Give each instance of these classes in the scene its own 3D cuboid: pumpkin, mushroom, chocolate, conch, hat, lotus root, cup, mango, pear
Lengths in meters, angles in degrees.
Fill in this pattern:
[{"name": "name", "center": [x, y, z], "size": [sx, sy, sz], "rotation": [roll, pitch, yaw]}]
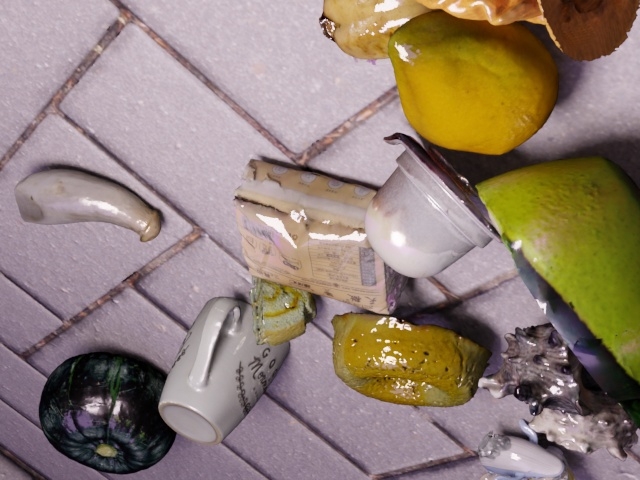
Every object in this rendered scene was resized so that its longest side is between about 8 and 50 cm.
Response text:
[{"name": "pumpkin", "center": [-0.455, 0.361, 2.442], "size": [0.315, 0.238, 0.315], "rotation": [6, 147, 4]}, {"name": "mushroom", "center": [-0.410, -0.064, 1.978], "size": [0.270, 0.103, 0.118], "rotation": [11, 141, 17]}, {"name": "chocolate", "center": [0.129, -0.032, 1.488], "size": [0.221, 0.147, 0.221], "rotation": [52, -177, -4]}, {"name": "conch", "center": [0.362, 0.226, 1.645], "size": [0.240, 0.186, 0.313], "rotation": [51, 180, 36]}, {"name": "hat", "center": [0.172, -0.292, 1.163], "size": [0.233, 0.233, 0.244], "rotation": [2, 179, 41]}, {"name": "lotus root", "center": [0.097, -0.279, 1.297], "size": [0.221, 0.118, 0.125], "rotation": [-12, 117, 36]}, {"name": "cup", "center": [-0.190, 0.225, 2.061], "size": [0.186, 0.234, 0.258], "rotation": [18, 142, 17]}, {"name": "mango", "center": [0.175, -0.182, 1.284], "size": [0.177, 0.119, 0.317], "rotation": [-27, 153, 22]}, {"name": "pear", "center": [0.361, 0.040, 1.377], "size": [0.165, 0.399, 0.399], "rotation": [-36, 115, 12]}]

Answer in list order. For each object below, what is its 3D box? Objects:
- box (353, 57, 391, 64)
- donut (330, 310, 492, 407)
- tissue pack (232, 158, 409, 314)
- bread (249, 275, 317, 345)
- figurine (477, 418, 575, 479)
[{"name": "box", "center": [0.092, -0.249, 1.412], "size": [0.117, 0.036, 0.050], "rotation": [5, 139, 33]}, {"name": "donut", "center": [0.139, 0.201, 1.827], "size": [0.272, 0.107, 0.272], "rotation": [12, 163, 4]}, {"name": "tissue pack", "center": [0.000, 0.000, 1.726], "size": [0.257, 0.123, 0.215], "rotation": [17, 146, 20]}, {"name": "bread", "center": [-0.062, 0.102, 1.933], "size": [0.110, 0.156, 0.103], "rotation": [-2, 153, -9]}, {"name": "figurine", "center": [0.353, 0.403, 1.974], "size": [0.184, 0.128, 0.208], "rotation": [38, 154, -15]}]
